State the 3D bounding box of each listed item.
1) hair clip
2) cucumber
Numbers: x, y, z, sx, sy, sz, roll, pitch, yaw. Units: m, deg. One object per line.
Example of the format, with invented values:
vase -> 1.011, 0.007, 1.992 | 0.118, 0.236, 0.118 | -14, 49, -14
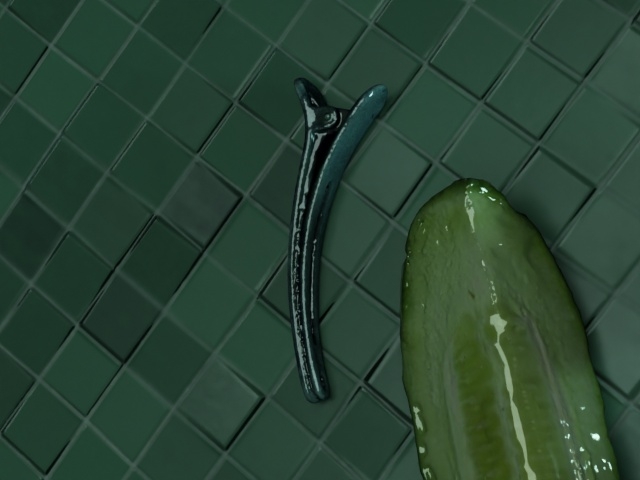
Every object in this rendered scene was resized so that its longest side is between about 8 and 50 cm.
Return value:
hair clip -> 0.000, 0.000, 1.481 | 0.083, 0.048, 0.275 | 8, 91, 19
cucumber -> 0.148, 0.117, 1.379 | 0.145, 0.105, 0.325 | -25, 74, 43
